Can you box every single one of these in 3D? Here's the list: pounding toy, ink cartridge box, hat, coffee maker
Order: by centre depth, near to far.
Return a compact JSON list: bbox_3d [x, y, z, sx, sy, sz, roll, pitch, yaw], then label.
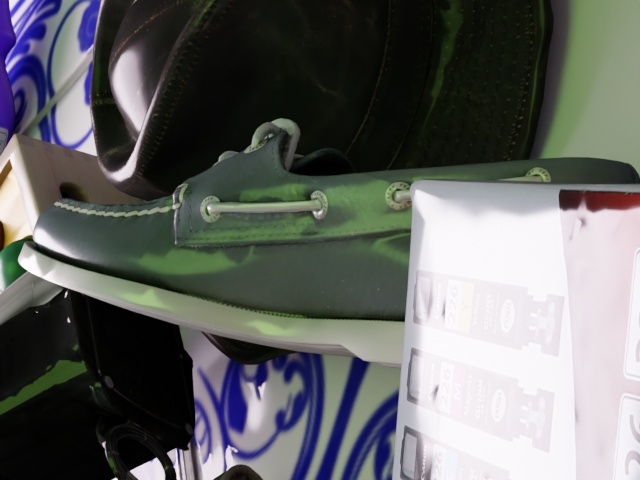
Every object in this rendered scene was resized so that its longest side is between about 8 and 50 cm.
[{"bbox_3d":[0.094,0.140,0.530,0.272,0.130,0.309,-174,89,-72],"label":"ink cartridge box"},{"bbox_3d":[-0.036,-0.098,0.894,0.331,0.134,0.331,-27,56,48],"label":"hat"},{"bbox_3d":[-0.165,0.099,0.924,0.178,0.120,0.171,-32,26,19],"label":"coffee maker"},{"bbox_3d":[-0.197,0.039,1.104,0.206,0.094,0.181,-54,40,28],"label":"pounding toy"}]

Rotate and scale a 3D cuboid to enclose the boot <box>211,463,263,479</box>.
[{"bbox_3d":[-0.101,0.176,0.935,0.208,0.076,0.189,-51,53,40],"label":"boot"}]

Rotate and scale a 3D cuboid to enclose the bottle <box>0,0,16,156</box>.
[{"bbox_3d":[-0.274,-0.082,1.239,0.092,0.118,0.283,10,87,56],"label":"bottle"}]

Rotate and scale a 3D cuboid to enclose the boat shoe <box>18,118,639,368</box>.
[{"bbox_3d":[0.000,0.000,0.782,0.319,0.116,0.099,8,84,38],"label":"boat shoe"}]
